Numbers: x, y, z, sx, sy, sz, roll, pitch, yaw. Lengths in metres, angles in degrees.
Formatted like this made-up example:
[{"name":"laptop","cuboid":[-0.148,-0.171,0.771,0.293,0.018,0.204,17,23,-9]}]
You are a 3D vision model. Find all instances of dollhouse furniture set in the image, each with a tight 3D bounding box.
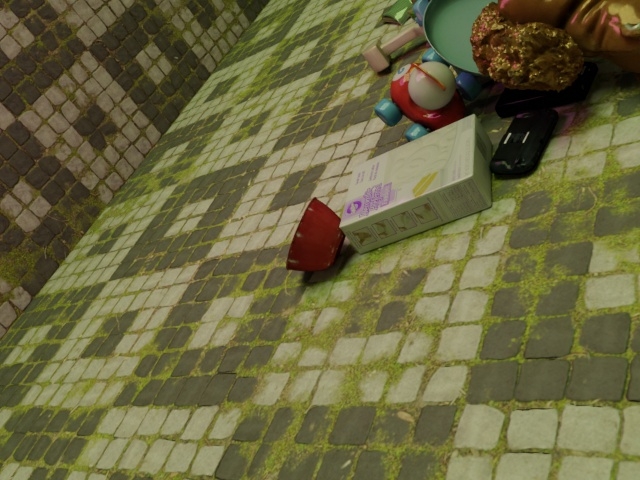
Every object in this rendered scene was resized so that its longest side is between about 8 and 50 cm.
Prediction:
[{"name":"dollhouse furniture set","cuboid":[0.320,-0.889,2.480,0.197,0.151,0.301,-42,29,-5]}]

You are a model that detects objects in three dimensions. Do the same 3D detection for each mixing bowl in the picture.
[{"name":"mixing bowl","cuboid":[0.000,0.000,1.607,0.098,0.181,0.181,21,52,7]}]

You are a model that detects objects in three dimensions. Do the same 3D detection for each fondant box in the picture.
[{"name":"fondant box","cuboid":[0.218,-0.126,1.580,0.330,0.096,0.238,-22,33,29]}]

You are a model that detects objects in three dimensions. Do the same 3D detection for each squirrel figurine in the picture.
[{"name":"squirrel figurine","cuboid":[0.529,-0.436,1.461,0.397,0.281,0.370,-42,56,1]}]

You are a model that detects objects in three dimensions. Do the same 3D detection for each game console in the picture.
[{"name":"game console","cuboid":[0.468,-0.273,1.557,0.213,0.044,0.361,-5,43,48]}]

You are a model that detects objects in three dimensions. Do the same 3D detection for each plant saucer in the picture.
[{"name":"plant saucer","cuboid":[0.406,-0.509,1.691,0.317,0.044,0.318,-1,62,2]}]

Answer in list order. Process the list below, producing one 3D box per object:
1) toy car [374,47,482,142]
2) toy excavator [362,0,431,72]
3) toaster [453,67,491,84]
[{"name":"toy car","cuboid":[0.254,-0.375,1.686,0.210,0.238,0.219,43,89,18]},{"name":"toy excavator","cuboid":[0.358,-0.670,2.121,0.433,0.222,0.445,-39,15,0]},{"name":"toaster","cuboid":[0.421,-0.502,1.846,0.146,0.129,0.227,-28,32,23]}]
